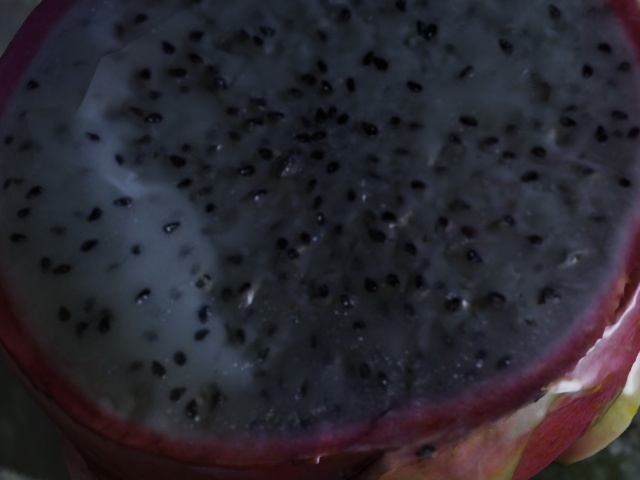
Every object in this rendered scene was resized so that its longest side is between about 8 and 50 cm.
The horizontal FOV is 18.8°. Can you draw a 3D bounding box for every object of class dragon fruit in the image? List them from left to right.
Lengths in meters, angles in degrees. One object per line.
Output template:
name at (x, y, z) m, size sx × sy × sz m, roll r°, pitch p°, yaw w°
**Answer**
dragon fruit at (0.000, 0.000, 0.760) m, size 0.189 × 0.290 × 0.290 m, roll 79°, pitch -15°, yaw -62°
